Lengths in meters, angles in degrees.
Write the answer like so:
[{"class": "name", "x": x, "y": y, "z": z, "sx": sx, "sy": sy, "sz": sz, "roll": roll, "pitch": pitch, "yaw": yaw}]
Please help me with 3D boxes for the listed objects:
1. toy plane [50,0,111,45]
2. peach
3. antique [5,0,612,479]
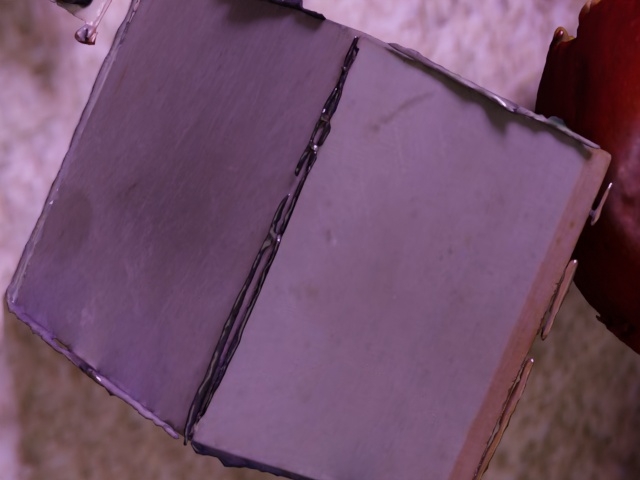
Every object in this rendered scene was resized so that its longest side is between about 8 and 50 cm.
[{"class": "toy plane", "x": -0.102, "y": -0.138, "z": 0.638, "sx": 0.135, "sy": 0.062, "sz": 0.188, "roll": 33, "pitch": 87, "yaw": -33}, {"class": "peach", "x": 0.169, "y": -0.026, "z": 0.714, "sx": 0.158, "sy": 0.267, "sz": 0.154, "roll": -10, "pitch": 86, "yaw": -15}, {"class": "antique", "x": 0.000, "y": 0.000, "z": 0.692, "sx": 0.148, "sy": 0.152, "sz": 0.147, "roll": 23, "pitch": 93, "yaw": -36}]
